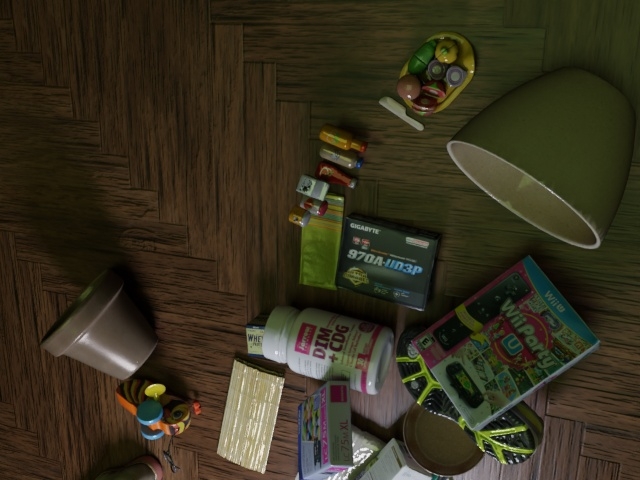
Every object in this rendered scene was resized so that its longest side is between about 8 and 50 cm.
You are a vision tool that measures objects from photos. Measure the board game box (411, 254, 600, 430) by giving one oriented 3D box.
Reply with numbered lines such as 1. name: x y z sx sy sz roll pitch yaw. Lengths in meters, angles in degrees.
1. board game box: 0.375 0.211 1.443 0.303 0.097 0.224 -37 64 7

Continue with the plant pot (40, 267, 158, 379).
1. plant pot: -0.563 0.241 1.865 0.229 0.263 0.263 43 118 -16

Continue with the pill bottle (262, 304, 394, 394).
1. pill bottle: 0.017 0.248 1.654 0.283 0.160 0.160 12 110 18

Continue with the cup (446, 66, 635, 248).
1. cup: 0.437 -0.175 1.299 0.331 0.331 0.237 37 91 8

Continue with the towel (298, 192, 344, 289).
1. towel: 0.000 0.000 1.665 0.102 0.021 0.237 11 110 20

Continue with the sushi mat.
1. sushi mat: -0.189 0.472 1.884 0.151 0.019 0.316 19 112 15

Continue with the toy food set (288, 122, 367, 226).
1. toy food set: 0.023 -0.130 1.560 0.104 0.111 0.232 23 98 14

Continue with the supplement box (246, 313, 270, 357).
1. supplement box: -0.141 0.236 1.758 0.056 0.083 0.083 2 105 20

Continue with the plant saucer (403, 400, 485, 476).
1. plant saucer: 0.293 0.443 1.632 0.198 0.036 0.198 -5 71 16

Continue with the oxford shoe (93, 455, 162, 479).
1. oxford shoe: -0.622 0.749 2.081 0.348 0.130 0.123 -39 89 27

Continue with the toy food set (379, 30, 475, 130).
1. toy food set: 0.220 -0.327 1.449 0.128 0.071 0.218 43 117 5

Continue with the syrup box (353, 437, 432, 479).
1. syrup box: 0.151 0.601 1.706 0.093 0.096 0.237 30 107 -28

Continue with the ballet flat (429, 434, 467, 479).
1. ballet flat: 0.302 0.548 1.683 0.074 0.074 0.203 35 109 9

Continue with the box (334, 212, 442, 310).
1. box: 0.152 0.047 1.601 0.220 0.051 0.175 15 111 18

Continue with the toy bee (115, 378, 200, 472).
1. toy bee: -0.419 0.479 1.928 0.298 0.162 0.195 51 149 15

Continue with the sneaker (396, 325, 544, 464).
1. sneaker: 0.326 0.337 1.576 0.384 0.147 0.145 44 116 26

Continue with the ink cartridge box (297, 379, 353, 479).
1. ink cartridge box: 0.000 0.454 1.641 0.065 0.186 0.311 5 154 -13

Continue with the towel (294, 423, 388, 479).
1. towel: 0.050 0.586 1.807 0.187 0.049 0.282 29 113 10
